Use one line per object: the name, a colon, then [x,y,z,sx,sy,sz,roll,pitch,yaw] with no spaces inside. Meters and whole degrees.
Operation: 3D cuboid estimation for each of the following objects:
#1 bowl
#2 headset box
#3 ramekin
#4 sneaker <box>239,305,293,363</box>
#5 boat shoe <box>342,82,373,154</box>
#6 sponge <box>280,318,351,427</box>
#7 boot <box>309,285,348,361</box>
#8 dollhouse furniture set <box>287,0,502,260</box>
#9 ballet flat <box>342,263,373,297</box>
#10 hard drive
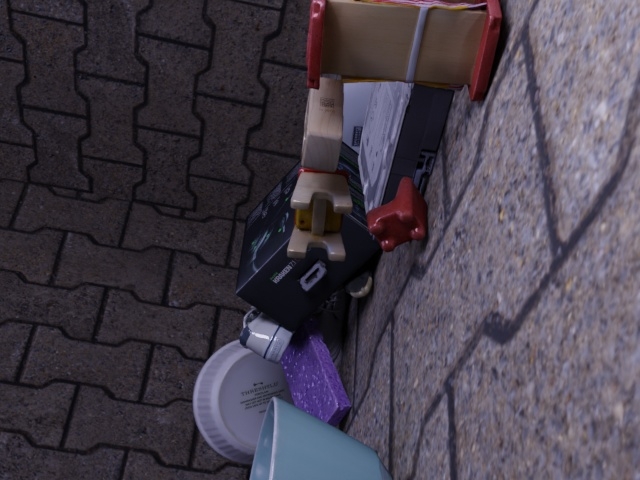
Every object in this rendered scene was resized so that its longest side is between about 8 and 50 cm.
bowl: [-0.007,0.356,1.032,0.311,0.163,0.311,-171,90,-84]
headset box: [-0.019,-0.016,1.485,0.246,0.131,0.283,-46,21,23]
ramekin: [-0.129,0.339,1.802,0.127,0.273,0.272,152,129,-69]
sneaker: [-0.089,0.143,1.554,0.094,0.091,0.258,-62,1,9]
boat shoe: [0.081,-0.246,1.551,0.301,0.108,0.102,96,178,-51]
sponge: [-0.014,0.249,1.495,0.117,0.031,0.210,-62,34,31]
boot: [0.008,0.108,1.627,0.123,0.095,0.258,101,174,-47]
dollhouse furniture set: [0.075,-0.153,1.028,0.152,0.201,0.374,-87,3,-47]
ballet flat: [0.067,0.069,1.455,0.057,0.049,0.173,-35,11,2]
hard drive: [0.114,-0.169,1.265,0.339,0.064,0.236,-93,14,-63]
